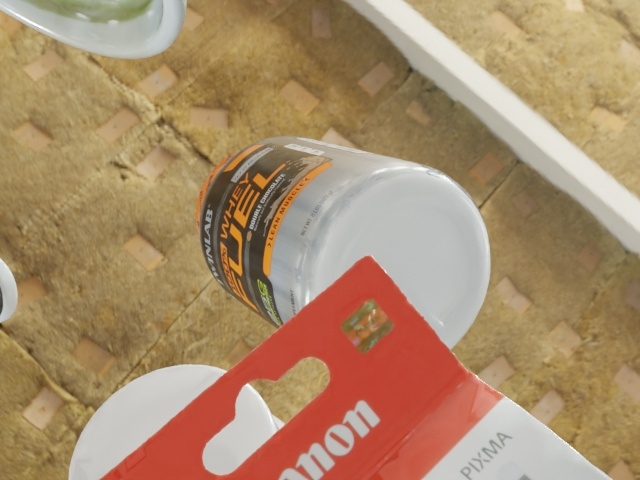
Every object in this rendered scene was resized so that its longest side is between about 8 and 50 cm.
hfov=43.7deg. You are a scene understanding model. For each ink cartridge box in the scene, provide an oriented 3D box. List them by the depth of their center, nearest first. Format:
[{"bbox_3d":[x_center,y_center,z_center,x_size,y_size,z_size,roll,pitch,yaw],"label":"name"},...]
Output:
[{"bbox_3d":[0.039,0.145,0.342,0.189,0.066,0.232,-39,-86,-21],"label":"ink cartridge box"}]

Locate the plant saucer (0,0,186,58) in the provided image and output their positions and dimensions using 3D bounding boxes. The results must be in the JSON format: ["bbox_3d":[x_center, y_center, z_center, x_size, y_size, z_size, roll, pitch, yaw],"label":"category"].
[{"bbox_3d":[-0.284,-0.340,0.750,0.401,0.400,0.100,29,-109,-1],"label":"plant saucer"}]

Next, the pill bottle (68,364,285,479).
[{"bbox_3d":[-0.070,0.224,0.606,0.161,0.283,0.161,-6,-131,7],"label":"pill bottle"}]

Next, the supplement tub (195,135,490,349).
[{"bbox_3d":[0.000,0.000,0.846,0.207,0.338,0.207,-7,-75,-27],"label":"supplement tub"}]

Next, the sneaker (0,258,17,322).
[{"bbox_3d":[-0.461,0.020,0.795,0.296,0.104,0.147,23,-157,23],"label":"sneaker"}]
